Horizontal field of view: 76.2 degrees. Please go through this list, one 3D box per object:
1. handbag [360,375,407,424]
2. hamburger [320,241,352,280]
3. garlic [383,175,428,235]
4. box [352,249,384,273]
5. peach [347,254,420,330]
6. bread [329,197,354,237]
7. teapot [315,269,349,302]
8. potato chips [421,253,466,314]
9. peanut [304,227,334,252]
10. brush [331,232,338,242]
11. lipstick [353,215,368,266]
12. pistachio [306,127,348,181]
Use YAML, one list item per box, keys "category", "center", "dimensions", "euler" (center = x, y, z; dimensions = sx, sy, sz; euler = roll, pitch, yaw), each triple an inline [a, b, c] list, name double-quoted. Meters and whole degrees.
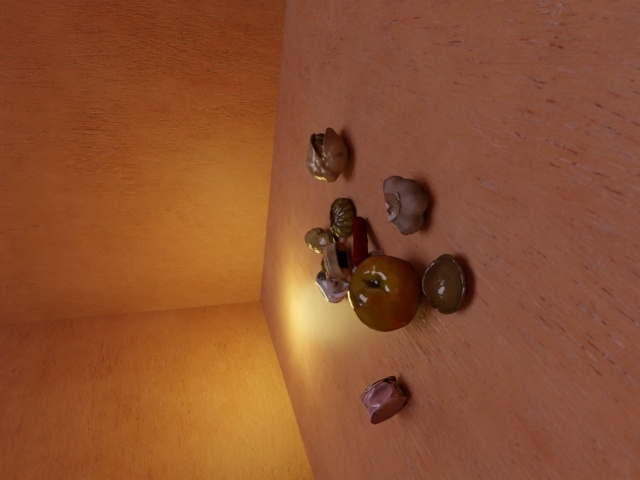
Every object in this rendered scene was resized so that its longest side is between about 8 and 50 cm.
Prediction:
- category: "handbag"
  center: [0.264, 0.666, 1.710]
  dimensions: [0.116, 0.179, 0.205]
  euler: [-122, 33, -41]
- category: "hamburger"
  center: [0.082, 0.108, 2.154]
  dimensions: [0.116, 0.173, 0.210]
  euler: [-29, 64, 41]
- category: "garlic"
  center: [0.326, -0.144, 1.508]
  dimensions: [0.143, 0.178, 0.229]
  euler: [-31, 79, 33]
- category: "box"
  center: [0.231, 0.158, 1.892]
  dimensions: [0.233, 0.067, 0.149]
  euler: [126, 140, -58]
- category: "peach"
  center: [0.247, 0.209, 1.583]
  dimensions: [0.308, 0.289, 0.289]
  euler: [50, -163, -51]
- category: "bread"
  center: [0.108, -0.119, 2.148]
  dimensions: [0.213, 0.105, 0.213]
  euler: [179, 90, -67]
- category: "teapot"
  center: [0.068, 0.254, 2.263]
  dimensions: [0.298, 0.139, 0.204]
  euler: [37, 153, 62]
- category: "potato chips"
  center: [0.424, 0.143, 1.362]
  dimensions: [0.195, 0.062, 0.208]
  euler: [-153, 64, -61]
- category: "peanut"
  center: [0.000, 0.000, 2.413]
  dimensions: [0.305, 0.147, 0.147]
  euler: [-150, 59, -65]
- category: "brush"
  center: [0.090, 0.015, 2.249]
  dimensions: [0.190, 0.027, 0.034]
  euler: [72, 178, -58]
- category: "lipstick"
  center: [0.184, 0.002, 1.887]
  dimensions: [0.279, 0.073, 0.073]
  euler: [-87, 11, -45]
- category: "pistachio"
  center: [0.034, -0.450, 2.146]
  dimensions: [0.238, 0.229, 0.321]
  euler: [58, -158, -54]
